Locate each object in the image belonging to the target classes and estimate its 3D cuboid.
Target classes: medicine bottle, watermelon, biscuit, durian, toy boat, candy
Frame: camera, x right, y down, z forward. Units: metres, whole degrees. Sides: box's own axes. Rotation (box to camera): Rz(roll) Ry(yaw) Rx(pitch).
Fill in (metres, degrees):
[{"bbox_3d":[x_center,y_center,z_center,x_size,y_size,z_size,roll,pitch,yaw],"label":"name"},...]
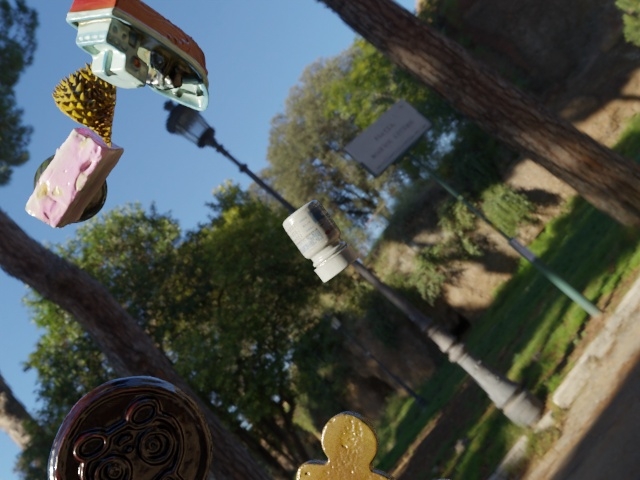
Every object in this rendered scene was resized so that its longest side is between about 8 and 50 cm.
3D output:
[{"bbox_3d":[0.000,0.000,1.469,0.105,0.168,0.105,-36,-1,-1],"label":"medicine bottle"},{"bbox_3d":[-0.737,-0.158,1.904,0.212,0.212,0.212,-45,-12,-12],"label":"watermelon"},{"bbox_3d":[0.050,0.473,1.224,0.049,0.196,0.302,-7,-79,-77],"label":"biscuit"},{"bbox_3d":[-0.568,-0.377,1.619,0.153,0.260,0.187,39,-95,-38],"label":"durian"},{"bbox_3d":[-0.472,0.552,1.639,0.407,0.407,0.091,-43,14,-21],"label":"biscuit"},{"bbox_3d":[-0.314,-0.327,1.206,0.332,0.145,0.133,25,-110,-62],"label":"toy boat"},{"bbox_3d":[-0.647,-0.168,1.699,0.265,0.115,0.155,-53,7,8],"label":"candy"}]

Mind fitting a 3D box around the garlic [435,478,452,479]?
[{"bbox_3d":[0.342,0.720,1.574,0.184,0.281,0.203,-8,11,-17],"label":"garlic"}]
